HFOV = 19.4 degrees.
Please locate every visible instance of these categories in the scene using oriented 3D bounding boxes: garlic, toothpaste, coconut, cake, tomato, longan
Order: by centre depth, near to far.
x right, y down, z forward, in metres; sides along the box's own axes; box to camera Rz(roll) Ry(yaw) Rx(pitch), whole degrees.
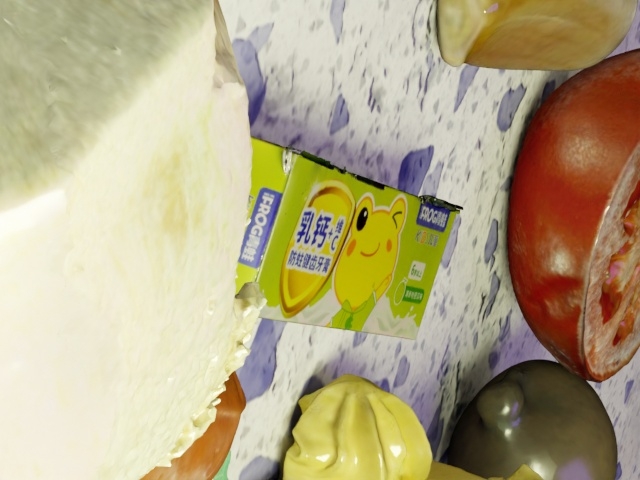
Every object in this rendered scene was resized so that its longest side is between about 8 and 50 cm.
[{"bbox_3d":[-0.160,-0.043,0.640,0.297,0.297,0.310,-52,155,-39],"label":"coconut"},{"bbox_3d":[0.000,0.000,1.296,0.327,0.077,0.110,14,96,-67],"label":"toothpaste"},{"bbox_3d":[0.058,0.267,1.431,0.222,0.227,0.286,-34,139,-61],"label":"cake"},{"bbox_3d":[0.189,-0.209,1.556,0.318,0.112,0.143,-11,120,-52],"label":"garlic"},{"bbox_3d":[0.262,-0.039,1.765,0.338,0.143,0.338,-43,145,-42],"label":"tomato"},{"bbox_3d":[0.199,0.198,1.779,0.204,0.159,0.185,55,45,-46],"label":"longan"}]

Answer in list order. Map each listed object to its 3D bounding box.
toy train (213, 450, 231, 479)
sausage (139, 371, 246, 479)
[{"bbox_3d":[-0.116,0.190,1.185,0.178,0.071,0.105,-13,111,-65],"label":"toy train"},{"bbox_3d":[-0.125,0.093,1.024,0.258,0.133,0.133,24,84,-67],"label":"sausage"}]
